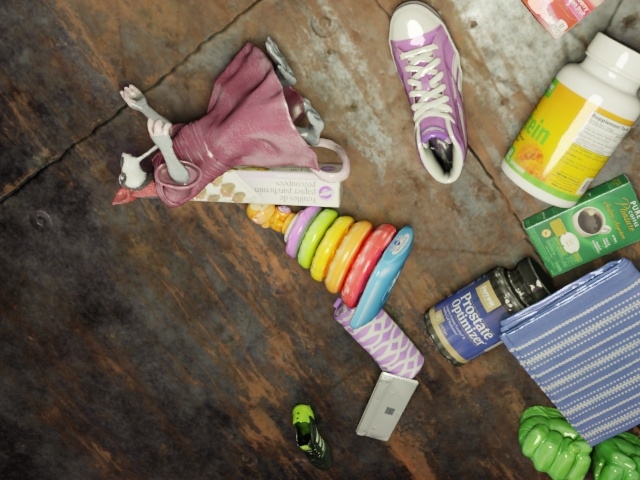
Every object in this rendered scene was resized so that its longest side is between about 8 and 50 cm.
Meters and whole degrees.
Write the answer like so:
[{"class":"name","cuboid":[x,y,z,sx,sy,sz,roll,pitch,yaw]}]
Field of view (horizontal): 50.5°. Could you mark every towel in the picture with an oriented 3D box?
[{"class":"towel","cuboid":[0.486,0.199,1.161,0.243,0.040,0.336,-34,114,17]}]

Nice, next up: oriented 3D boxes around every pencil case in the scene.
[{"class":"pencil case","cuboid":[0.109,0.185,1.302,0.206,0.086,0.088,50,147,-13]}]

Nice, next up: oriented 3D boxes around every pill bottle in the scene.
[{"class":"pill bottle","cuboid":[0.306,0.124,1.215,0.219,0.123,0.123,-37,105,23]},{"class":"pill bottle","cuboid":[0.398,-0.185,1.040,0.136,0.136,0.245,26,117,-3]}]

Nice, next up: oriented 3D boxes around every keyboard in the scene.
[{"class":"keyboard","cuboid":[0.130,0.340,1.366,0.072,0.014,0.256,11,138,-2]}]

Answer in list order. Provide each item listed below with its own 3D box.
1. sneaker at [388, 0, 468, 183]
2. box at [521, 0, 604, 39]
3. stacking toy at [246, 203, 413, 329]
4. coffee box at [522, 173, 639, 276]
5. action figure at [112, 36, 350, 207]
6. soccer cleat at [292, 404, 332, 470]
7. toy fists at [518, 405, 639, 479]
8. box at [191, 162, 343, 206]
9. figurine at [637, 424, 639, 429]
[{"class":"sneaker","cuboid":[0.175,-0.225,1.047,0.102,0.161,0.282,-15,111,18]},{"class":"box","cuboid":[0.296,-0.425,0.947,0.128,0.122,0.257,-39,104,24]},{"class":"stacking toy","cuboid":[0.000,0.000,1.207,0.302,0.175,0.165,29,129,12]},{"class":"coffee box","cuboid":[0.457,-0.023,1.163,0.184,0.040,0.113,-28,109,21]},{"class":"action figure","cuboid":[-0.182,-0.155,1.124,0.370,0.248,0.275,-34,127,12]},{"class":"soccer cleat","cuboid":[-0.023,0.433,1.450,0.060,0.072,0.178,-14,113,16]},{"class":"toy fists","cuboid":[0.520,0.412,1.308,0.279,0.142,0.096,18,117,0]},{"class":"box","cuboid":[-0.122,-0.105,1.208,0.324,0.067,0.063,3,116,9]},{"class":"figurine","cuboid":[0.615,0.258,1.257,0.209,0.092,0.215,30,116,-14]}]
